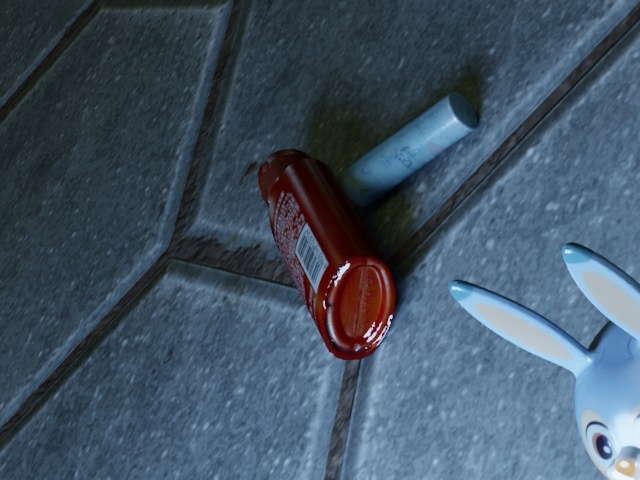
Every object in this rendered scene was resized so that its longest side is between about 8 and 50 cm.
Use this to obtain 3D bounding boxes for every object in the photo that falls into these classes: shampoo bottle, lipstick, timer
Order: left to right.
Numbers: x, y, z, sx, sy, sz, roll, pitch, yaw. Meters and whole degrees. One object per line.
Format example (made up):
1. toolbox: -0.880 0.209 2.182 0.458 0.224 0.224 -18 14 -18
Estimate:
1. shampoo bottle: 0.001 0.000 2.052 0.314 0.076 0.118 -119 27 -60
2. lipstick: 0.091 -0.094 2.064 0.158 0.048 0.048 -36 33 31
3. timer: 0.224 0.106 1.394 0.175 0.255 0.175 -16 68 46
